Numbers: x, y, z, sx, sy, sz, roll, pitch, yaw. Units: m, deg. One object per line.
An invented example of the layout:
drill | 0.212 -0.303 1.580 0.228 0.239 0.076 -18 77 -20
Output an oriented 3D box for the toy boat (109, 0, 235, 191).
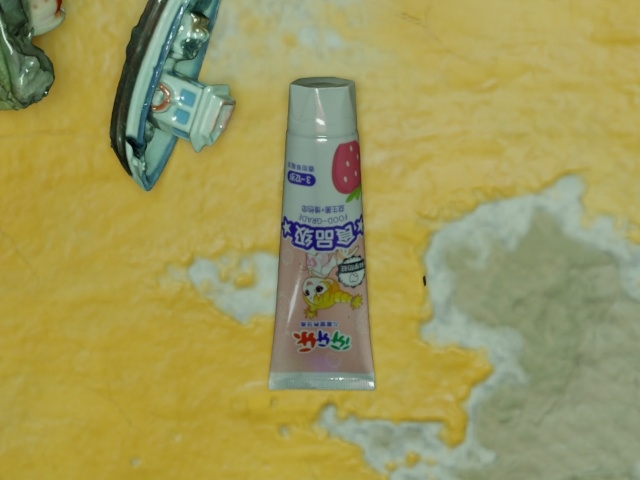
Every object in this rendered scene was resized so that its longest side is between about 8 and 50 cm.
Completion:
toy boat | -0.081 -0.093 0.907 0.066 0.059 0.140 26 104 17

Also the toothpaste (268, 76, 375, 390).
toothpaste | 0.000 0.000 0.932 0.067 0.043 0.195 0 106 1

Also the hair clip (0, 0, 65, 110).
hair clip | -0.239 -0.222 0.854 0.091 0.138 0.321 -40 115 -25
